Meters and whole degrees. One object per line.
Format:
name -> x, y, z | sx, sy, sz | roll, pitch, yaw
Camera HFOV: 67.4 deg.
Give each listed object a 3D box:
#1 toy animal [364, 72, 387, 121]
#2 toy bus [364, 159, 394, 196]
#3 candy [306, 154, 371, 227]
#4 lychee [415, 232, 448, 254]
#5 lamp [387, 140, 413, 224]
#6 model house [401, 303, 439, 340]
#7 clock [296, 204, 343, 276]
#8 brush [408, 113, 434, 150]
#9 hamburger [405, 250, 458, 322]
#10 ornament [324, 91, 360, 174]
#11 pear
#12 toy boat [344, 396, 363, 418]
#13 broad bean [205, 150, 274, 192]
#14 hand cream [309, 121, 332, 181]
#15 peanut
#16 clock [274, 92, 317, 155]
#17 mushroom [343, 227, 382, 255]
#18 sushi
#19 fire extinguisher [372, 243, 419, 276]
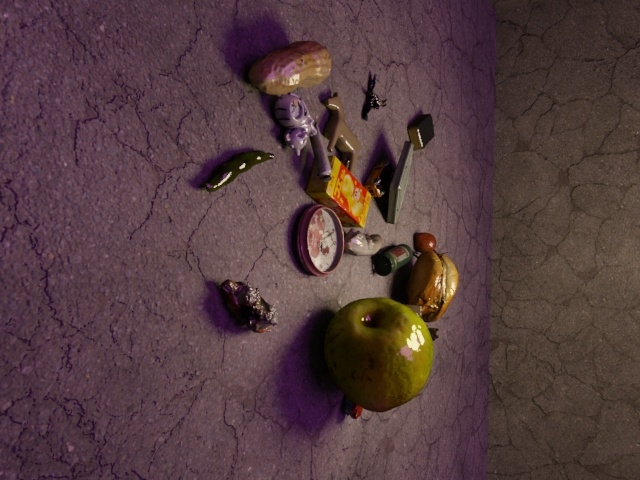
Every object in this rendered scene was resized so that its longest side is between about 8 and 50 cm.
toy animal -> 0.215, -0.566, 1.931 | 0.108, 0.062, 0.220 | 20, 73, -34
toy bus -> 0.236, -0.250, 1.927 | 0.069, 0.074, 0.162 | 57, 47, -35
candy -> 0.070, -0.163, 1.678 | 0.276, 0.088, 0.146 | 37, 61, -49
lychee -> 0.507, 0.023, 2.272 | 0.101, 0.114, 0.140 | -25, 86, -17
lamp -> 0.331, -0.239, 2.002 | 0.269, 0.047, 0.266 | 83, 24, -58
model house -> 0.340, 0.361, 1.914 | 0.204, 0.244, 0.211 | 11, 80, -55
clock -> -0.001, 0.000, 1.600 | 0.244, 0.056, 0.244 | 8, 80, -56
brush -> 0.489, -0.522, 2.307 | 0.197, 0.059, 0.123 | -47, 128, -45
hamburger -> 0.476, 0.199, 2.098 | 0.314, 0.170, 0.289 | -86, -161, -58
ornament -> 0.068, -0.381, 1.702 | 0.230, 0.061, 0.244 | 44, 50, -42
pear -> 0.196, 0.391, 1.612 | 0.391, 0.391, 0.390 | 2, 88, -55
toy boat -> 0.131, 0.576, 1.775 | 0.069, 0.059, 0.172 | 60, 37, -35
broad bean -> -0.219, -0.204, 1.305 | 0.297, 0.043, 0.060 | -43, 133, -48
hand cream -> -0.004, -0.283, 1.549 | 0.042, 0.067, 0.194 | -11, 76, -25
peanut -> -0.085, -0.508, 1.416 | 0.313, 0.149, 0.149 | -43, 123, -45
clock -> -0.086, -0.357, 1.465 | 0.176, 0.080, 0.117 | 57, 47, -39
mushroom -> 0.162, 0.013, 1.809 | 0.099, 0.096, 0.278 | -50, 153, 21
sushi -> -0.186, 0.185, 1.294 | 0.226, 0.103, 0.097 | 48, 50, -33
fire extinguisher -> 0.326, 0.068, 2.036 | 0.294, 0.118, 0.093 | -21, 142, -53
